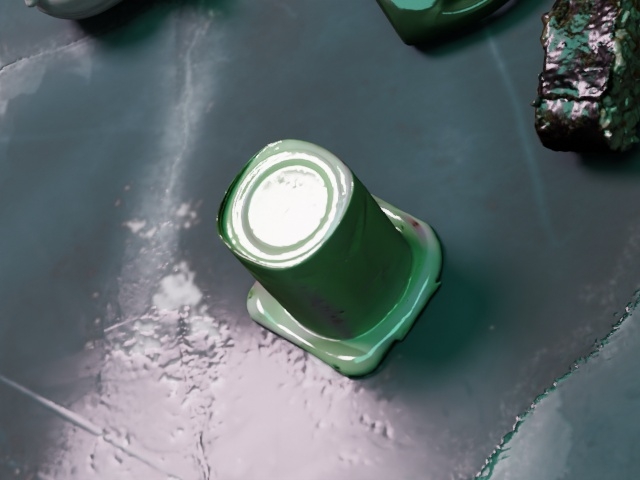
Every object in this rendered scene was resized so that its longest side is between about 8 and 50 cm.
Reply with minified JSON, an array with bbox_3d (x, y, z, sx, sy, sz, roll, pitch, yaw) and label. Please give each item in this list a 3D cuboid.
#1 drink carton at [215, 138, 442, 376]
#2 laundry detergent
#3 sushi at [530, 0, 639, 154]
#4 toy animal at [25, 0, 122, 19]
[{"bbox_3d":[0.000,0.000,1.551,0.146,0.142,0.144,28,76,35],"label":"drink carton"},{"bbox_3d":[0.139,-0.261,1.684,0.211,0.063,0.137,-30,58,3],"label":"laundry detergent"},{"bbox_3d":[0.222,-0.140,1.561,0.078,0.090,0.150,0,65,28],"label":"sushi"},{"bbox_3d":[-0.148,-0.295,1.780,0.282,0.138,0.140,-18,66,16],"label":"toy animal"}]
